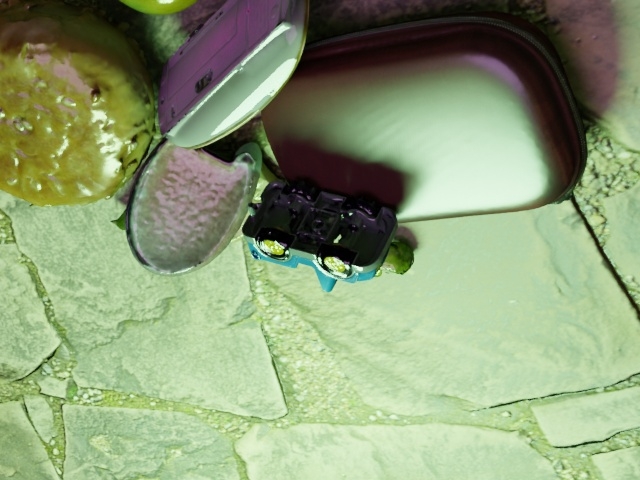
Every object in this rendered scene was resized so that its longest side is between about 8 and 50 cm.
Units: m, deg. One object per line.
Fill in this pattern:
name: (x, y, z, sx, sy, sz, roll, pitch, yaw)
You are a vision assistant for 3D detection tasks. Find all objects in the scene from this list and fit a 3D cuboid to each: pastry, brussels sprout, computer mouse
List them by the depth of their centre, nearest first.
computer mouse: (-0.097, -0.227, 1.569, 0.072, 0.158, 0.310, 18, 145, -32)
pastry: (-0.352, -0.192, 1.728, 0.284, 0.184, 0.316, 26, 135, -7)
brussels sprout: (0.086, 0.029, 1.750, 0.083, 0.046, 0.051, -19, 155, 40)

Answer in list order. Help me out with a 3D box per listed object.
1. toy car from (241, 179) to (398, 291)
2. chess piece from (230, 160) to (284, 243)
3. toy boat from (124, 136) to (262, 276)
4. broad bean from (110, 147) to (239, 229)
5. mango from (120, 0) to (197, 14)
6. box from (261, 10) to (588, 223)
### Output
toy car: (0.000, 0.000, 1.601, 0.191, 0.097, 0.100, 15, 146, 21)
chess piece: (-0.128, -0.039, 1.809, 0.200, 0.090, 0.090, -29, 108, 30)
toy boat: (-0.175, -0.056, 1.749, 0.155, 0.085, 0.227, 30, 102, -2)
broad bean: (-0.209, -0.081, 1.836, 0.060, 0.043, 0.297, 43, 134, -21)
mango: (-0.242, -0.363, 1.592, 0.237, 0.091, 0.137, 29, 129, 7)
box: (0.117, -0.139, 1.549, 0.404, 0.108, 0.263, -4, 125, 34)
